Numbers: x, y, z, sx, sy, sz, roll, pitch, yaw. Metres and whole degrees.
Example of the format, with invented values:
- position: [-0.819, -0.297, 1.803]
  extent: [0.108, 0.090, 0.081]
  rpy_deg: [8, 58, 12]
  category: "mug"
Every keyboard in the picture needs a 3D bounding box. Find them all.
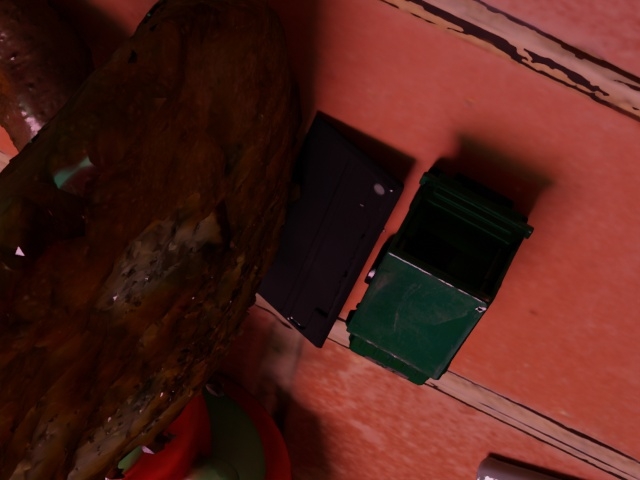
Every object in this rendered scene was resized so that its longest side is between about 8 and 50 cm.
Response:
- position: [0.000, 0.000, 1.081]
  extent: [0.063, 0.010, 0.198]
  rpy_deg: [42, 150, 10]
  category: "keyboard"

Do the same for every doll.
- position: [-0.101, 0.174, 1.285]
  extent: [0.182, 0.160, 0.363]
  rpy_deg: [16, 149, 22]
  category: "doll"

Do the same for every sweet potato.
- position: [-0.166, -0.113, 1.020]
  extent: [0.068, 0.068, 0.226]
  rpy_deg: [-16, 107, 50]
  category: "sweet potato"

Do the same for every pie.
- position: [-0.103, 0.013, 0.930]
  extent: [0.103, 0.288, 0.355]
  rpy_deg: [30, 154, 13]
  category: "pie"

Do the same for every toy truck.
- position: [0.059, 0.022, 1.012]
  extent: [0.065, 0.079, 0.147]
  rpy_deg: [28, 152, 1]
  category: "toy truck"

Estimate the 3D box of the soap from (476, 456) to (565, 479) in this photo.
- position: [0.189, 0.216, 1.204]
  extent: [0.198, 0.066, 0.119]
  rpy_deg: [14, 144, 23]
  category: "soap"
